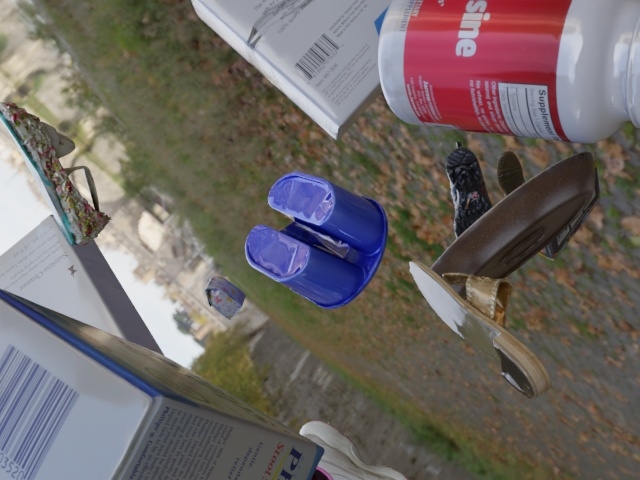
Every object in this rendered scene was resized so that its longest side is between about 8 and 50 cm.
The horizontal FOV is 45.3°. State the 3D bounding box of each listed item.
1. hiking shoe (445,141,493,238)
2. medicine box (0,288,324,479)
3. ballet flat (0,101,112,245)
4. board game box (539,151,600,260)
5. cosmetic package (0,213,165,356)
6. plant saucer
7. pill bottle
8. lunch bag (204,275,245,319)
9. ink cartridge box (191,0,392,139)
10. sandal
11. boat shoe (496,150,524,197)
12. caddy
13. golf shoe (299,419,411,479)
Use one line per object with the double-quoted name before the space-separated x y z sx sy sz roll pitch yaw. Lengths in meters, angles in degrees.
"hiking shoe" 0.303 -0.083 1.527 0.114 0.086 0.227 -59 -40 -65
"medicine box" -0.187 0.193 0.758 0.263 0.149 0.289 21 170 34
"ballet flat" -0.377 -0.102 1.102 0.091 0.077 0.241 31 147 51
"board game box" 0.476 -0.064 1.495 0.048 0.170 0.141 30 164 36
"cosmetic package" -0.462 0.174 1.447 0.385 0.217 0.156 52 -179 21
"plant saucer" 0.281 -0.005 1.109 0.050 0.310 0.310 54 177 19
"pill bottle" 0.305 -0.259 1.081 0.408 0.229 0.229 13 156 36
"lunch bag" -0.203 0.116 1.598 0.083 0.053 0.071 42 -167 -12
"ink cartridge box" -0.016 -0.440 1.504 0.395 0.285 0.166 42 176 1
"sandal" 0.202 0.083 0.896 0.240 0.079 0.088 47 164 48
"boat shoe" 0.366 -0.113 1.471 0.045 0.050 0.135 -80 -25 -62
"caddy" 0.000 0.000 1.571 0.179 0.241 0.341 28 178 -32
"golf shoe" 0.068 0.475 1.446 0.306 0.140 0.115 31 129 11
